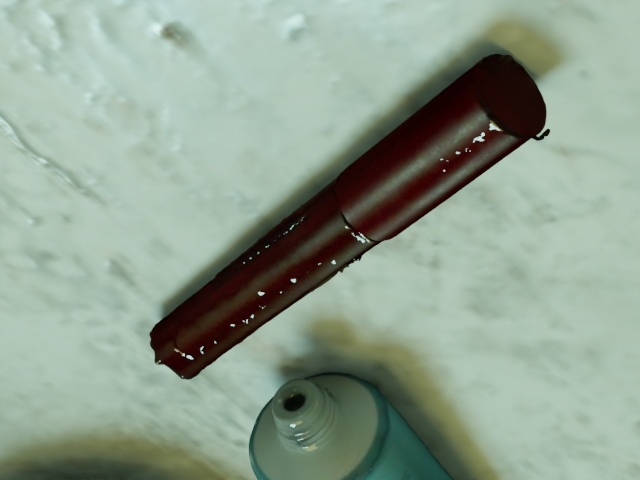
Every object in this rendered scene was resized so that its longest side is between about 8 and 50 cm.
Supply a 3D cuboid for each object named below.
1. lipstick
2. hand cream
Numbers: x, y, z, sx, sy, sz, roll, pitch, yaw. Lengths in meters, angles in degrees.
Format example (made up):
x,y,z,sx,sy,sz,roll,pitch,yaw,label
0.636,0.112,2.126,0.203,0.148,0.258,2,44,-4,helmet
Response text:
x,y,z,sx,sy,sz,roll,pitch,yaw,label
0.000,-0.001,0.549,0.027,0.027,0.176,30,139,-23,lipstick
0.030,0.114,0.672,0.083,0.048,0.224,-11,142,20,hand cream
